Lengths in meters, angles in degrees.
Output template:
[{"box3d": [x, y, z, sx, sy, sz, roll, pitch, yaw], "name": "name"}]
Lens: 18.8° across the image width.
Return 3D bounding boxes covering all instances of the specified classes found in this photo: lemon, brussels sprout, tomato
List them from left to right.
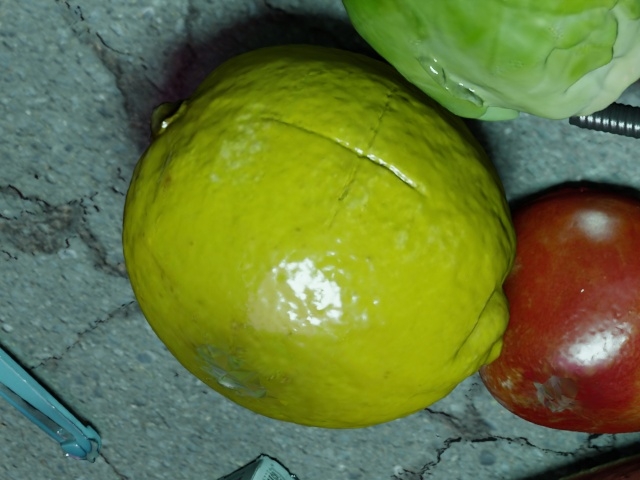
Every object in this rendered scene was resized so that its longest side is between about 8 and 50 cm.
[{"box3d": [0.000, 0.000, 1.454, 0.297, 0.297, 0.297, 11, 131, 12], "name": "lemon"}, {"box3d": [0.118, -0.195, 1.295, 0.244, 0.244, 0.244, 11, 131, 12], "name": "brussels sprout"}, {"box3d": [0.209, 0.081, 1.534, 0.200, 0.139, 0.233, 4, 130, 26], "name": "tomato"}]

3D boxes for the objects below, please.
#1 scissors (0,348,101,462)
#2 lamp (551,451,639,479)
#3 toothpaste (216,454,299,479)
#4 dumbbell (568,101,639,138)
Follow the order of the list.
[{"box3d": [-0.348, 0.074, 1.812, 0.393, 0.032, 0.180, 44, 130, -16], "name": "scissors"}, {"box3d": [0.252, 0.278, 1.664, 0.274, 0.177, 0.177, -24, 117, 35], "name": "lamp"}, {"box3d": [0.035, 0.343, 1.871, 0.336, 0.067, 0.081, 42, 133, -16], "name": "toothpaste"}, {"box3d": [0.336, -0.062, 1.361, 0.325, 0.143, 0.143, 11, 131, 12], "name": "dumbbell"}]
